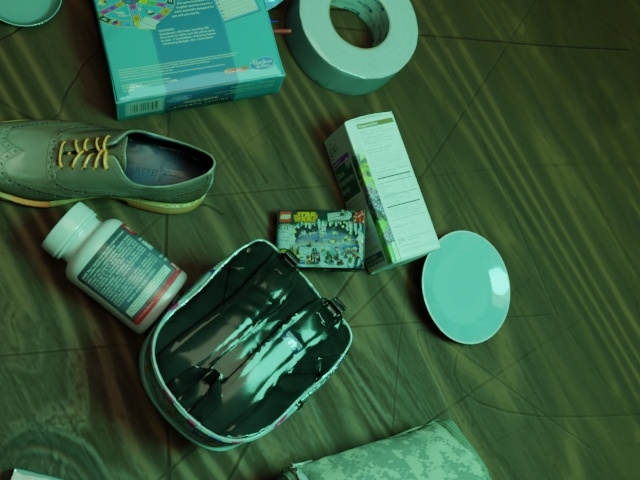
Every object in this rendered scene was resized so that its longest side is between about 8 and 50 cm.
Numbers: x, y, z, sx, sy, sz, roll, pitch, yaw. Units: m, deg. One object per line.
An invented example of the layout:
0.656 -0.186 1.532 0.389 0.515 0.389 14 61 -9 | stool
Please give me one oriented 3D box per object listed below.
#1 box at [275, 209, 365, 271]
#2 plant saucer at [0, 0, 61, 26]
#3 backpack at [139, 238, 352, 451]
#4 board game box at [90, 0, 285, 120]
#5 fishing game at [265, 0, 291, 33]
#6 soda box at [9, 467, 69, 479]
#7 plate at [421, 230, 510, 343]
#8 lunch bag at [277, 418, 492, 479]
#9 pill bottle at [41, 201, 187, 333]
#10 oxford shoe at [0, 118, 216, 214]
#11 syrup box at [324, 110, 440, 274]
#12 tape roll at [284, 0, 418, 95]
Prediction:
0.000 0.000 1.282 0.137 0.027 0.094 0 73 7 | box
-0.443 -0.366 1.231 0.119 0.021 0.119 6 74 -21 | plant saucer
-0.116 0.152 1.134 0.225 0.191 0.253 47 56 -2 | backpack
-0.220 -0.371 1.274 0.253 0.079 0.336 -12 80 -15 | board game box
-0.132 -0.450 1.372 0.189 0.041 0.264 -4 76 -12 | fishing game
-0.372 0.427 1.007 0.098 0.091 0.286 19 69 -16 | soda box
0.238 0.078 1.386 0.188 0.024 0.188 6 79 -29 | plate
0.101 0.402 1.160 0.305 0.212 0.256 -12 64 -26 | lunch bag
-0.283 0.034 1.143 0.180 0.108 0.108 40 65 -9 | pill bottle
-0.321 -0.119 1.153 0.363 0.132 0.130 3 76 -22 | oxford shoe
0.096 -0.076 1.340 0.096 0.093 0.237 -16 83 -25 | syrup box
0.053 -0.360 1.411 0.219 0.072 0.219 6 73 -21 | tape roll
